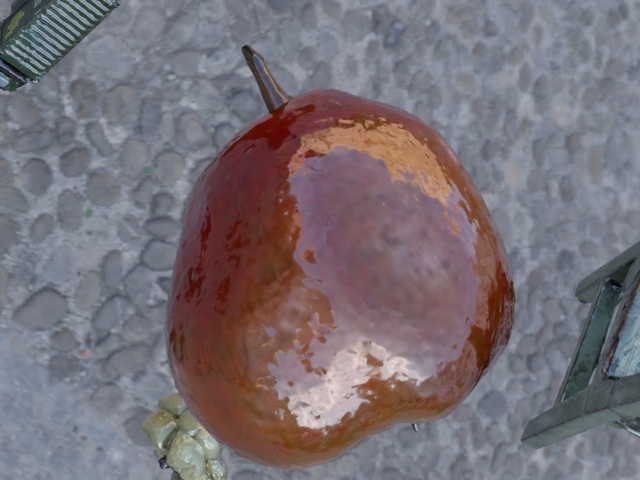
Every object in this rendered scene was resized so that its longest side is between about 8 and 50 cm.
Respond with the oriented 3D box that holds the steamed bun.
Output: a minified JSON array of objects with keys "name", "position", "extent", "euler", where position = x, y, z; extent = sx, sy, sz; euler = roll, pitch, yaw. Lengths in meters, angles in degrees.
[{"name":"steamed bun","position":[-0.261,0.380,1.825],"extent":[0.106,0.192,0.177],"euler":[-24,141,-24]}]

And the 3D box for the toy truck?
[{"name":"toy truck","position":[-0.419,-0.328,1.486],"extent":[0.088,0.259,0.121],"euler":[36,27,-39]}]

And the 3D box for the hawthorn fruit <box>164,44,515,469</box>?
[{"name":"hawthorn fruit","position":[0.000,0.000,0.533],"extent":[0.196,0.196,0.225],"euler":[-19,92,-38]}]

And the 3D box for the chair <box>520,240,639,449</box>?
[{"name":"chair","position":[0.245,0.077,0.608],"extent":[0.136,0.270,0.147],"euler":[27,70,2]}]
